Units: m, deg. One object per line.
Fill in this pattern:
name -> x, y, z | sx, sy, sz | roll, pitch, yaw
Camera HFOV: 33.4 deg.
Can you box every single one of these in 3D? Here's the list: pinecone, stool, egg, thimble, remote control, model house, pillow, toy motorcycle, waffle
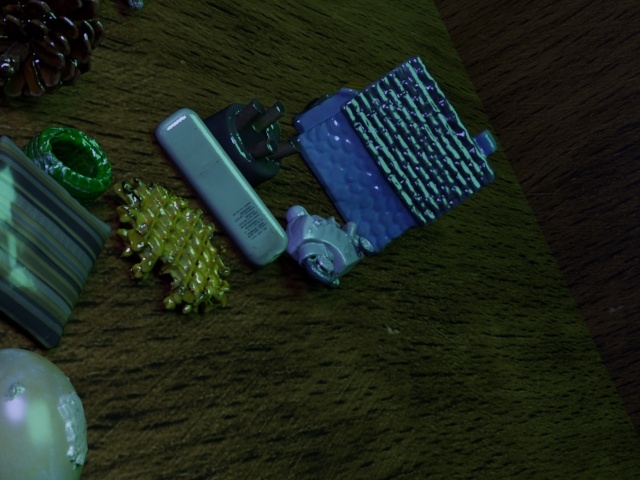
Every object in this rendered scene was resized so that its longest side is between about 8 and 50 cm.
pinecone -> -0.414, -0.292, 1.531 | 0.185, 0.168, 0.212 | 35, 51, -22
stool -> -0.127, -0.193, 1.949 | 0.153, 0.139, 0.228 | 46, 33, -28
egg -> -0.337, 0.217, 1.164 | 0.164, 0.164, 0.202 | 15, 56, -54
thimble -> -0.365, -0.098, 1.504 | 0.118, 0.090, 0.130 | 59, 26, 5
remote control -> -0.168, -0.088, 1.836 | 0.309, 0.090, 0.038 | 53, -10, -11
model house -> 0.179, -0.220, 2.280 | 0.360, 0.339, 0.297 | 57, 29, -4
pillow -> -0.380, 0.002, 1.381 | 0.208, 0.052, 0.212 | 45, 47, -32
toy motorcycle -> 0.000, 0.000, 2.018 | 0.171, 0.110, 0.260 | 48, 22, 4
waffle -> -0.228, 0.009, 1.676 | 0.231, 0.051, 0.229 | 10, 52, -57

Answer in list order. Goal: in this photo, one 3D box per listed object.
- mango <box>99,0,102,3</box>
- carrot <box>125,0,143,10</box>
mango -> -0.400, -0.425, 1.771 | 0.084, 0.105, 0.159 | 27, 46, 2
carrot -> -0.368, -0.551, 1.985 | 0.069, 0.069, 0.336 | 24, 41, -49
